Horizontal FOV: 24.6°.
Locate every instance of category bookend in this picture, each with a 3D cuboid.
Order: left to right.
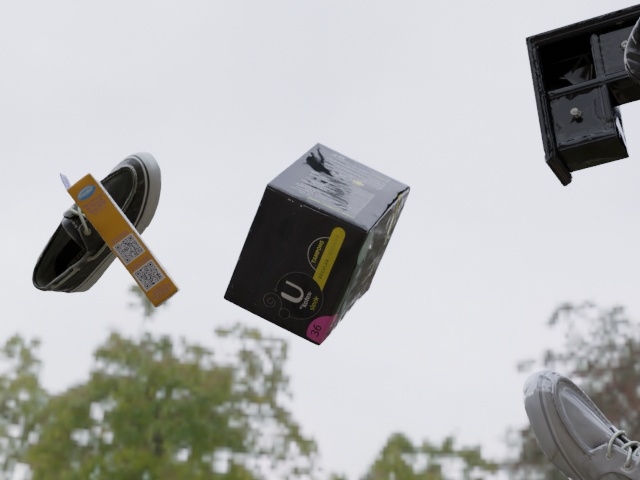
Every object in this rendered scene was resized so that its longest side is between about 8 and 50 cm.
[{"bbox_3d":[0.314,-0.159,1.582,0.156,0.157,0.072,-14,-25,21],"label":"bookend"}]

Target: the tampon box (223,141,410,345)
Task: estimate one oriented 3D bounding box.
[{"bbox_3d":[0.000,0.000,1.339,0.101,0.161,0.120,25,-67,9],"label":"tampon box"}]

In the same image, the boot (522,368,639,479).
[{"bbox_3d":[0.328,0.229,1.536,0.123,0.095,0.258,-31,-81,44],"label":"boot"}]

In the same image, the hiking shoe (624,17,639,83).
[{"bbox_3d":[0.379,-0.208,1.337,0.227,0.086,0.114,-38,-28,5],"label":"hiking shoe"}]

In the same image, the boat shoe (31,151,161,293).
[{"bbox_3d":[-0.263,-0.015,1.716,0.070,0.078,0.219,-2,-43,-52],"label":"boat shoe"}]

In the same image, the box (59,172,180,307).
[{"bbox_3d":[-0.166,-0.006,1.218,0.028,0.136,0.081,-35,1,-4],"label":"box"}]
